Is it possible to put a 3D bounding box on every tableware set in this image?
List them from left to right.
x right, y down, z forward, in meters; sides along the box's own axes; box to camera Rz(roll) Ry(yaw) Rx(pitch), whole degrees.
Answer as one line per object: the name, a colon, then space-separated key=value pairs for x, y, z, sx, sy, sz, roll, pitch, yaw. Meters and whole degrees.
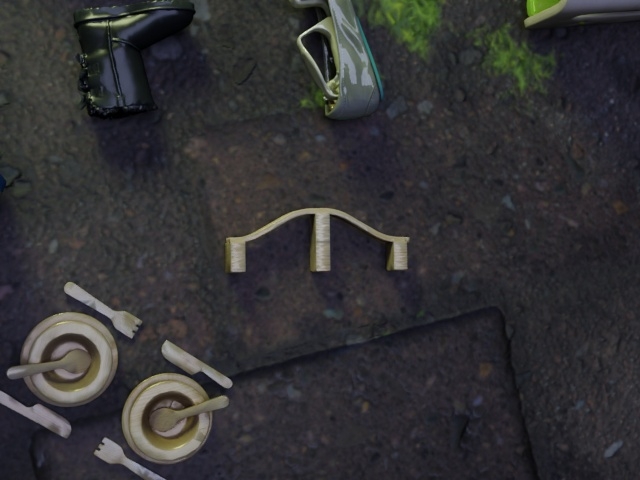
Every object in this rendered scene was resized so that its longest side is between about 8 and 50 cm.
tableware set: x=-0.184 y=0.138 z=0.857 sx=0.194 sy=0.039 sz=0.128 roll=33 pitch=80 yaw=-13

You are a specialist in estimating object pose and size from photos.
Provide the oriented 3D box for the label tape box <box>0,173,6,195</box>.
label tape box: x=-0.470 y=-0.023 z=0.739 sx=0.348 sy=0.115 sz=0.249 roll=28 pitch=83 yaw=-16

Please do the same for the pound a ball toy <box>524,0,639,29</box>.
pound a ball toy: x=0.325 y=-0.340 z=0.963 sx=0.319 sy=0.136 sz=0.208 roll=-7 pitch=91 yaw=-17

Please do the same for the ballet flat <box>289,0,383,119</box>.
ballet flat: x=0.005 y=-0.221 z=0.903 sx=0.068 sy=0.072 sz=0.213 roll=-15 pitch=94 yaw=-11

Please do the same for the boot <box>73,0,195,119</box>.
boot: x=-0.170 y=-0.168 z=0.864 sx=0.121 sy=0.045 sz=0.099 roll=-9 pitch=89 yaw=-9

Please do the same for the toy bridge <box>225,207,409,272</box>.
toy bridge: x=0.000 y=0.000 z=0.919 sx=0.188 sy=0.026 sz=0.063 roll=-1 pitch=88 yaw=-16
